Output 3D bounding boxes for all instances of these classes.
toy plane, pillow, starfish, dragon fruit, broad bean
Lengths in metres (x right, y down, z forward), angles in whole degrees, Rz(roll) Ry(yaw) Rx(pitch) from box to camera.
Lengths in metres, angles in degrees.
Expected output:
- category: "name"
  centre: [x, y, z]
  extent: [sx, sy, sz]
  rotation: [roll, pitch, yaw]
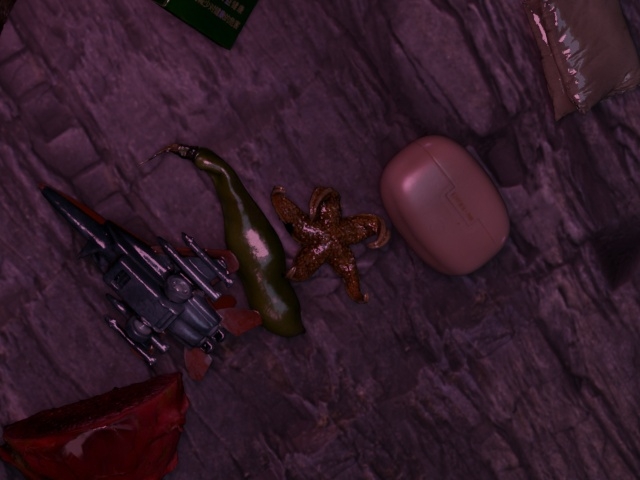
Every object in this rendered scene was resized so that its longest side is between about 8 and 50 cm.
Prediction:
- category: "toy plane"
  centre: [-0.238, 0.041, 1.344]
  extent: [0.326, 0.104, 0.223]
  rotation: [38, 119, -14]
- category: "pillow"
  centre: [0.363, -0.272, 1.442]
  extent: [0.134, 0.078, 0.181]
  rotation: [-24, 103, -11]
- category: "starfish"
  centre: [-0.001, -0.001, 1.398]
  extent: [0.190, 0.074, 0.146]
  rotation: [32, 76, -19]
- category: "dragon fruit"
  centre: [-0.292, 0.275, 1.366]
  extent: [0.262, 0.189, 0.163]
  rotation: [-15, 74, -6]
- category: "broad bean"
  centre: [-0.108, -0.002, 1.394]
  extent: [0.098, 0.056, 0.318]
  rotation: [-36, 102, -1]

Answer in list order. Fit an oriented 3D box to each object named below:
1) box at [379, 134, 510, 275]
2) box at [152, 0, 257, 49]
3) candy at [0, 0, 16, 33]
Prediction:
- category: "box"
  centre: [0.170, -0.047, 1.432]
  extent: [0.146, 0.088, 0.200]
  rotation: [-40, 108, -4]
- category: "box"
  centre: [-0.102, -0.367, 1.298]
  extent: [0.132, 0.034, 0.235]
  rotation: [25, 96, -52]
- category: "candy"
  centre: [-0.424, -0.293, 1.122]
  extent: [0.179, 0.321, 0.135]
  rotation: [23, 92, -14]
